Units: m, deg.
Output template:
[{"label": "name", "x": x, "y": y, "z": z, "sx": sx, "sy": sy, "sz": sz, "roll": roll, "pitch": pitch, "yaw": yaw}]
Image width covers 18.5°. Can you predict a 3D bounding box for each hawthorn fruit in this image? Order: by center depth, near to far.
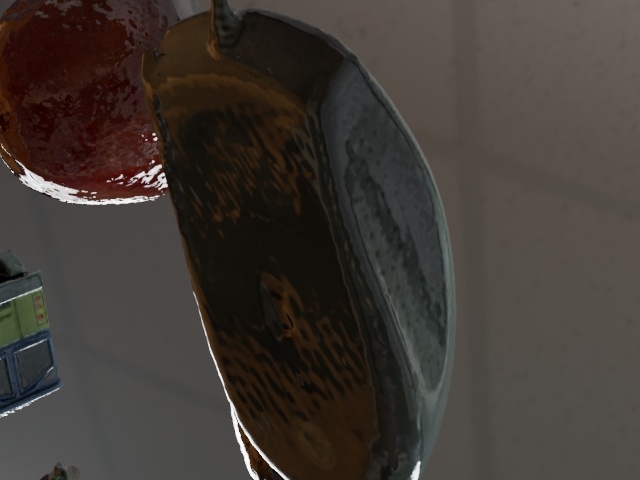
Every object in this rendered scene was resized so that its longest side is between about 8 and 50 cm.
[{"label": "hawthorn fruit", "x": -0.223, "y": -0.129, "z": 1.794, "sx": 0.210, "sy": 0.266, "sz": 0.230, "roll": 53, "pitch": -24, "yaw": 24}]

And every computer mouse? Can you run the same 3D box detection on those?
[{"label": "computer mouse", "x": 0.000, "y": 0.000, "z": 1.276, "sx": 0.188, "sy": 0.122, "sz": 0.371, "roll": 9, "pitch": -56, "yaw": 43}]

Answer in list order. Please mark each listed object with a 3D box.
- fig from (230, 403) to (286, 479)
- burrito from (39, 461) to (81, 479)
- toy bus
[{"label": "fig", "x": -0.017, "y": 0.190, "z": 2.130, "sx": 0.274, "sy": 0.145, "sz": 0.170, "roll": 29, "pitch": 46, "yaw": -82}, {"label": "burrito", "x": -0.380, "y": 0.380, "z": 2.601, "sx": 0.089, "sy": 0.144, "sz": 0.229, "roll": 57, "pitch": -25, "yaw": 19}, {"label": "toy bus", "x": -0.488, "y": 0.112, "z": 2.537, "sx": 0.312, "sy": 0.152, "sz": 0.190, "roll": 11, "pitch": -64, "yaw": 46}]
